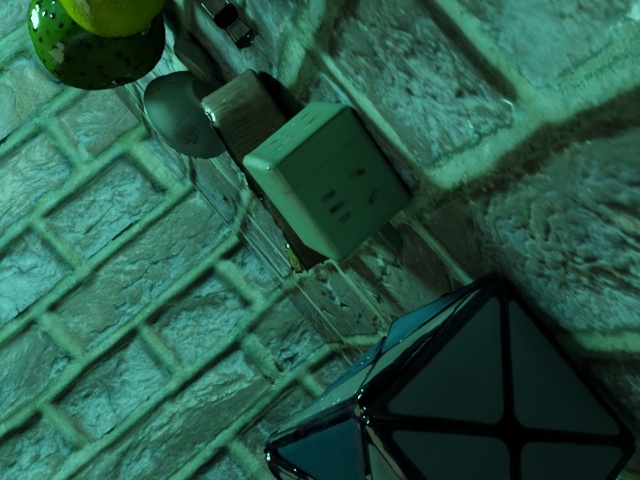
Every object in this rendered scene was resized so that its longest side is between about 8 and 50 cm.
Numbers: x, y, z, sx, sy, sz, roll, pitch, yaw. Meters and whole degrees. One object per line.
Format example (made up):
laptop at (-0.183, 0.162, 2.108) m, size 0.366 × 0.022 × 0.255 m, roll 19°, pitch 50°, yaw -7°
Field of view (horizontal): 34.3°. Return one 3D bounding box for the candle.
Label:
candle at (-0.053, -0.109, 1.650) m, size 0.317 × 0.131 × 0.287 m, roll 59°, pitch 178°, yaw 5°

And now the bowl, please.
bowl at (-0.222, -0.249, 1.899) m, size 0.189 × 0.189 × 0.086 m, roll 50°, pitch 131°, yaw 0°

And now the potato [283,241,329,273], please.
potato at (0.000, 0.000, 2.034) m, size 0.172 × 0.089 × 0.100 m, roll -12°, pitch -100°, yaw -65°

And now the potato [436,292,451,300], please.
potato at (0.200, 0.117, 1.511) m, size 0.096 × 0.066 × 0.103 m, roll 54°, pitch 173°, yaw 0°

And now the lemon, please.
lemon at (-0.321, -0.403, 1.577) m, size 0.173 × 0.173 × 0.206 m, roll 44°, pitch 158°, yaw 33°

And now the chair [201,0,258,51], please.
chair at (-0.128, -0.309, 1.450) m, size 0.086 × 0.037 × 0.042 m, roll 50°, pitch -177°, yaw 23°

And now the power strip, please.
power strip at (0.023, -0.060, 1.402) m, size 0.224 × 0.140 × 0.139 m, roll 54°, pitch 169°, yaw -21°

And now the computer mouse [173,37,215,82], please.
computer mouse at (-0.219, -0.323, 1.836) m, size 0.096 × 0.039 × 0.066 m, roll 40°, pitch 170°, yaw 10°

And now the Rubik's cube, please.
Rubik's cube at (0.155, 0.267, 1.340) m, size 0.310 × 0.307 × 0.305 m, roll 52°, pitch 148°, yaw -3°

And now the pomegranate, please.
pomegranate at (-0.407, -0.395, 1.863) m, size 0.270 × 0.254 × 0.254 m, roll 60°, pitch 173°, yaw 12°
